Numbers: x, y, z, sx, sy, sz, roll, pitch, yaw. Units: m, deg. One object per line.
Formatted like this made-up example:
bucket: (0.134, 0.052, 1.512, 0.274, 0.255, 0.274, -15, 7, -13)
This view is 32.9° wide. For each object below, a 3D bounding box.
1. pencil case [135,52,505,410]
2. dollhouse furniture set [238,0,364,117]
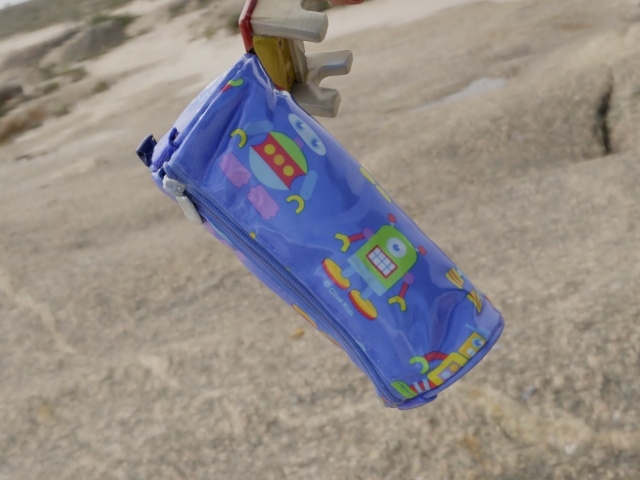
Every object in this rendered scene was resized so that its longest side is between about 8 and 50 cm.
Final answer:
pencil case: (0.000, 0.000, 0.833, 0.133, 0.306, 0.119, -49, 6, -33)
dollhouse furniture set: (-0.059, -0.302, 0.854, 0.152, 0.374, 0.201, 7, 52, 15)
